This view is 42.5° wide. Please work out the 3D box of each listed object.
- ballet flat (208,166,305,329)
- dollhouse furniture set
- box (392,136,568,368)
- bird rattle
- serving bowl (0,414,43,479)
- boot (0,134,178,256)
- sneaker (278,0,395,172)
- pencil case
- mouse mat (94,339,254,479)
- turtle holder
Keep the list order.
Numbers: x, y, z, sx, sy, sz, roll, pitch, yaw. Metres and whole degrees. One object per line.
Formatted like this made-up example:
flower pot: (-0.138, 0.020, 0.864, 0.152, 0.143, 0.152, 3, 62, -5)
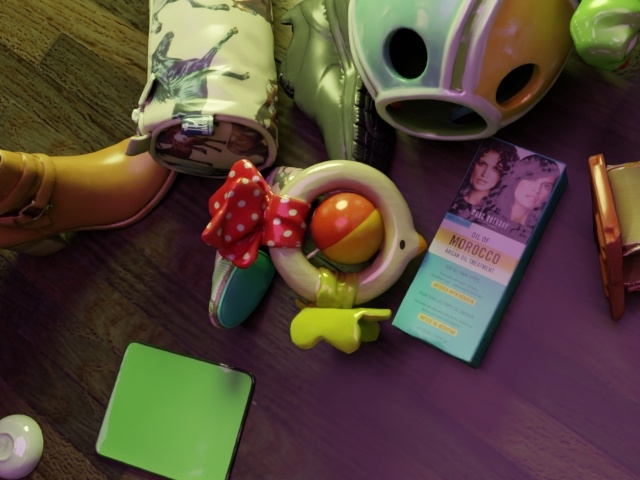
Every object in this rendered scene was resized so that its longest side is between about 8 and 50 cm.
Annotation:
ballet flat: (-0.084, 0.004, 1.018, 0.079, 0.077, 0.222, 21, 77, 40)
dollhouse furniture set: (0.382, -0.123, 0.881, 0.201, 0.152, 0.374, -8, 56, 16)
box: (0.182, 0.012, 0.930, 0.100, 0.060, 0.244, 24, 84, 22)
bird rattle: (0.000, 0.000, 0.929, 0.207, 0.143, 0.254, -37, 83, -4)
serving bowl: (-0.401, 0.266, 1.063, 0.083, 0.027, 0.083, -5, 73, 17)
boot: (-0.332, -0.083, 1.033, 0.283, 0.220, 0.109, -24, 69, 10)
sneaker: (0.014, -0.185, 1.028, 0.130, 0.109, 0.287, -15, 65, 24)
pencil case: (-0.152, -0.292, 1.056, 0.160, 0.183, 0.411, -28, 61, 55)
mouse mat: (-0.182, 0.216, 1.019, 0.189, 0.007, 0.153, 12, 79, 19)
turtle holder: (0.183, -0.229, 0.899, 0.320, 0.243, 0.228, 12, 76, 16)
